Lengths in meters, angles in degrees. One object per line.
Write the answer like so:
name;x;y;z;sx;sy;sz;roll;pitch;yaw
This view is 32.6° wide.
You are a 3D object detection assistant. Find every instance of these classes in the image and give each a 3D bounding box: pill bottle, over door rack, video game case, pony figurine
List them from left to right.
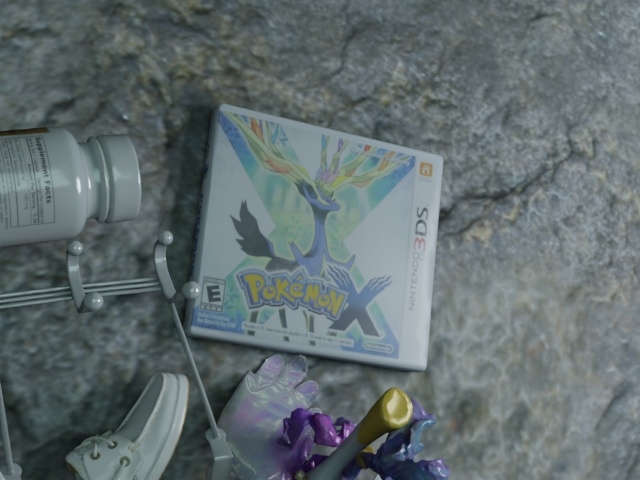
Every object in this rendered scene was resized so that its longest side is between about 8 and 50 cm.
pill bottle;-0.328;-0.062;1.243;0.229;0.131;0.131;-7;83;-24
over door rack;-0.241;0.127;1.189;0.239;0.108;0.324;-6;53;-20
pony figurine;-0.008;0.298;1.227;0.303;0.363;0.351;44;51;-1
video game case;0.000;0.000;1.420;0.328;0.036;0.300;11;76;-20

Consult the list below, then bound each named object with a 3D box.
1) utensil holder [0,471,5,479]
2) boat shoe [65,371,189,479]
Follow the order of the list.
utensil holder;-0.456;0.299;0.924;0.327;0.385;0.328;8;73;-29
boat shoe;-0.241;0.261;1.232;0.096;0.098;0.277;32;70;-19
